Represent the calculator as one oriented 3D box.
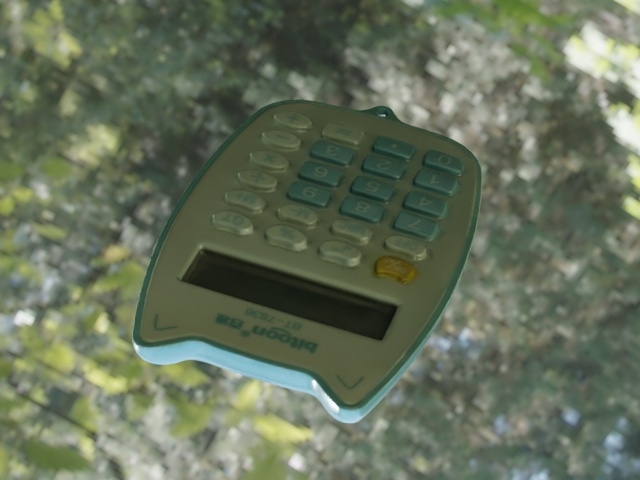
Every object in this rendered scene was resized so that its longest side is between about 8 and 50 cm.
[{"bbox_3d":[0.000,0.000,1.503,0.256,0.054,0.386,16,-134,11],"label":"calculator"}]
